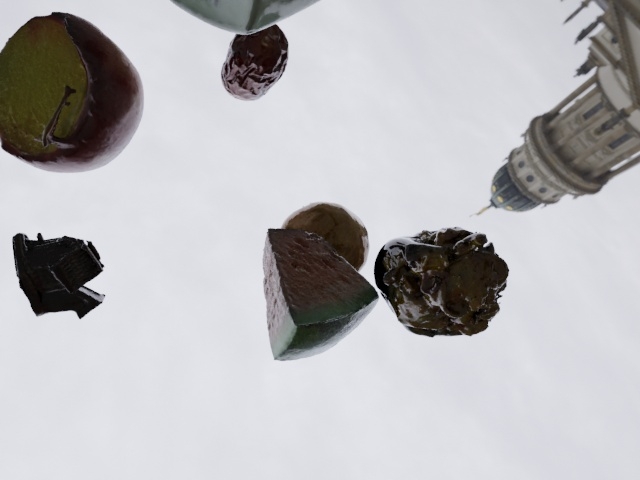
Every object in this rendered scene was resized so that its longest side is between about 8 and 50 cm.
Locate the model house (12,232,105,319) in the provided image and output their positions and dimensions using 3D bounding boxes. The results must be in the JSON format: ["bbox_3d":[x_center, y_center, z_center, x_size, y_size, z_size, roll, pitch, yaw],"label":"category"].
[{"bbox_3d":[-0.568,0.080,0.900,0.165,0.202,0.141,-12,-142,-20],"label":"model house"}]

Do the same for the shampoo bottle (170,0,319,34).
[{"bbox_3d":[0.008,-0.303,0.369,0.134,0.078,0.359,32,-123,5],"label":"shampoo bottle"}]

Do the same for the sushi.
[{"bbox_3d":[0.199,0.064,0.668,0.200,0.204,0.213,-29,-78,5],"label":"sushi"}]

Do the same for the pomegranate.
[{"bbox_3d":[0.000,0.000,1.108,0.229,0.252,0.270,39,-148,-45],"label":"pomegranate"}]

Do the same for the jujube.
[{"bbox_3d":[-0.194,-0.513,1.157,0.174,0.251,0.173,14,-113,-36],"label":"jujube"}]

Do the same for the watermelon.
[{"bbox_3d":[-0.029,0.081,0.773,0.193,0.139,0.256,-2,-134,-36],"label":"watermelon"}]

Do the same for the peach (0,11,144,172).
[{"bbox_3d":[-0.663,-0.377,1.100,0.336,0.310,0.404,18,-88,13],"label":"peach"}]
